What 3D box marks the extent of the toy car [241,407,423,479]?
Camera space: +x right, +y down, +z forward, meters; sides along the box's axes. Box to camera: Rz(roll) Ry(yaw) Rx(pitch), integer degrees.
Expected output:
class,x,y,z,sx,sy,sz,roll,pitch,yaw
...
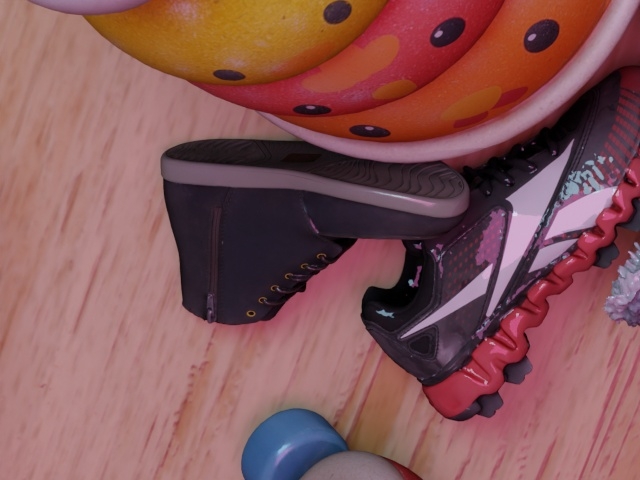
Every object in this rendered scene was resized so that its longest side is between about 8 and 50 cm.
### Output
class,x,y,z,sx,sy,sz,roll,pitch,yaw
toy car,0.058,0.264,1.318,0.238,0.219,0.210,24,101,-36

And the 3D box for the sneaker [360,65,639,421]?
class,x,y,z,sx,sy,sz,roll,pitch,yaw
sneaker,0.127,-0.016,1.287,0.135,0.097,0.276,35,99,-11

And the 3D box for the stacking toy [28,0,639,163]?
class,x,y,z,sx,sy,sz,roll,pitch,yaw
stacking toy,-0.042,-0.184,1.018,0.351,0.480,0.350,6,104,25

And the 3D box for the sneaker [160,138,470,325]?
class,x,y,z,sx,sy,sz,roll,pitch,yaw
sneaker,0.000,0.000,1.270,0.222,0.083,0.118,7,113,30

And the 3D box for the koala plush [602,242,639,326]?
class,x,y,z,sx,sy,sz,roll,pitch,yaw
koala plush,0.277,-0.016,1.178,0.196,0.203,0.221,17,123,0
